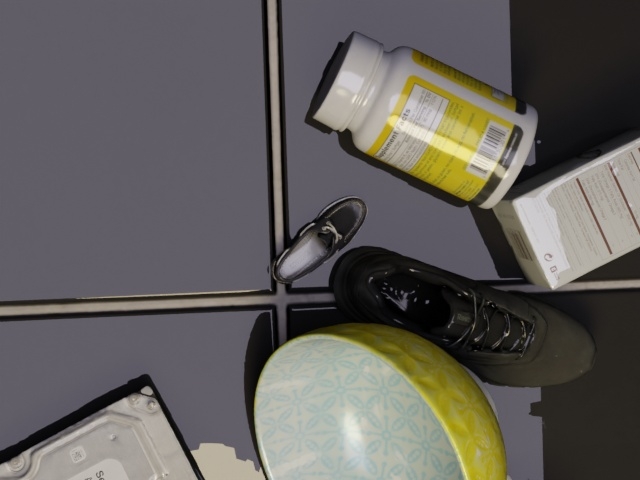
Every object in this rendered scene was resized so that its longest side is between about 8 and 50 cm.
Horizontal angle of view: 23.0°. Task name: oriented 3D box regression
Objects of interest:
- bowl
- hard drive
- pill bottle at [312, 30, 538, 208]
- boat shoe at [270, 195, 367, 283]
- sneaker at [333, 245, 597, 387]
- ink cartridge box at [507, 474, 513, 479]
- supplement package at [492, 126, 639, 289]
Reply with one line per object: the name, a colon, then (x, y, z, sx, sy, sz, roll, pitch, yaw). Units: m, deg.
bowl: (0.087, 0.198, 1.577, 0.156, 0.289, 0.289, -26, 96, -41)
hard drive: (-0.264, 0.324, 1.559, 0.339, 0.064, 0.237, -27, 67, -6)
pill bottle: (0.106, -0.126, 1.609, 0.209, 0.119, 0.119, 25, 89, -7)
boat shoe: (0.000, 0.000, 1.641, 0.125, 0.038, 0.046, -37, 96, -4)
sneaker: (0.155, 0.088, 1.619, 0.286, 0.130, 0.109, 16, 88, -9)
ink cartridge box: (0.174, 0.313, 1.631, 0.104, 0.180, 0.060, -21, 126, -5)
supplement package: (0.286, -0.036, 1.642, 0.179, 0.105, 0.105, -26, 95, -6)
